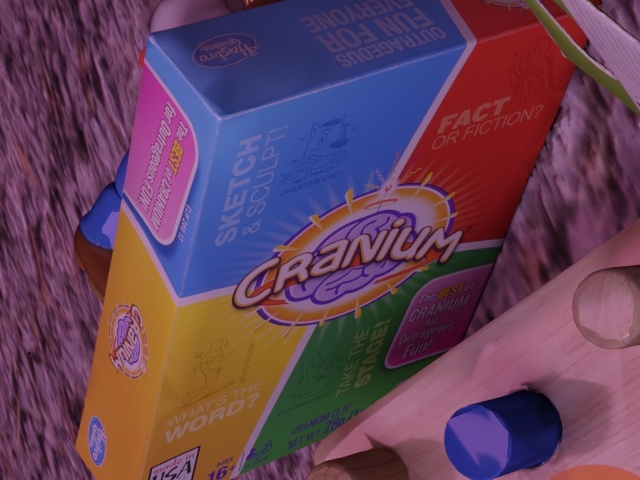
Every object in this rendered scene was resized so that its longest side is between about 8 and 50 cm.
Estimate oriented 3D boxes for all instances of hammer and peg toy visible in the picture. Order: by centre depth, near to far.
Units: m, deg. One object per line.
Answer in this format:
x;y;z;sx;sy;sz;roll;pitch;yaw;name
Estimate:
0.174;0.117;0.744;0.361;0.127;0.266;-39;70;30;hammer and peg toy

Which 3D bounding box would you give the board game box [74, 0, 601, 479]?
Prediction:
0.000;0.000;0.871;0.064;0.242;0.316;50;143;29;board game box

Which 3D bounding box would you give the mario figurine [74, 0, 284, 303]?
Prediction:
-0.027;-0.085;0.894;0.198;0.170;0.320;-87;18;-52;mario figurine

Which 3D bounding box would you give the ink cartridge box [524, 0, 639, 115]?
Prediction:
0.183;-0.058;0.557;0.255;0.189;0.097;43;96;26;ink cartridge box
